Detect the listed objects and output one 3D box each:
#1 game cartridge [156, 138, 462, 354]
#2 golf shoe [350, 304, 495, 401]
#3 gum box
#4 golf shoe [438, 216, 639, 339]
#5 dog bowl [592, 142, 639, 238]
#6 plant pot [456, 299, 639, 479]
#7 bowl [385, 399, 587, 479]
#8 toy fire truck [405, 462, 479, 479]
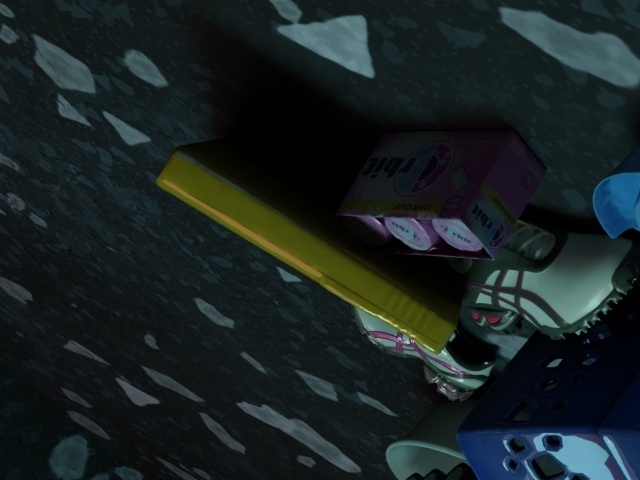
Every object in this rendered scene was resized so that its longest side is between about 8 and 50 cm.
[{"bbox_3d":[0.000,0.000,1.690,0.324,0.052,0.285,34,-172,3],"label":"game cartridge"},{"bbox_3d":[0.124,0.108,1.927,0.186,0.067,0.086,35,131,-4],"label":"golf shoe"},{"bbox_3d":[0.108,-0.045,1.547,0.188,0.107,0.062,4,145,51],"label":"gum box"},{"bbox_3d":[0.203,0.026,1.581,0.120,0.105,0.273,46,155,-18],"label":"golf shoe"},{"bbox_3d":[0.353,0.011,1.384,0.166,0.074,0.297,6,147,48],"label":"dog bowl"},{"bbox_3d":[0.312,0.202,1.590,0.212,0.236,0.236,-13,115,50],"label":"plant pot"},{"bbox_3d":[0.240,0.283,2.027,0.298,0.134,0.298,28,158,12],"label":"bowl"},{"bbox_3d":[0.109,0.390,1.919,0.158,0.246,0.217,36,158,-9],"label":"toy fire truck"}]
